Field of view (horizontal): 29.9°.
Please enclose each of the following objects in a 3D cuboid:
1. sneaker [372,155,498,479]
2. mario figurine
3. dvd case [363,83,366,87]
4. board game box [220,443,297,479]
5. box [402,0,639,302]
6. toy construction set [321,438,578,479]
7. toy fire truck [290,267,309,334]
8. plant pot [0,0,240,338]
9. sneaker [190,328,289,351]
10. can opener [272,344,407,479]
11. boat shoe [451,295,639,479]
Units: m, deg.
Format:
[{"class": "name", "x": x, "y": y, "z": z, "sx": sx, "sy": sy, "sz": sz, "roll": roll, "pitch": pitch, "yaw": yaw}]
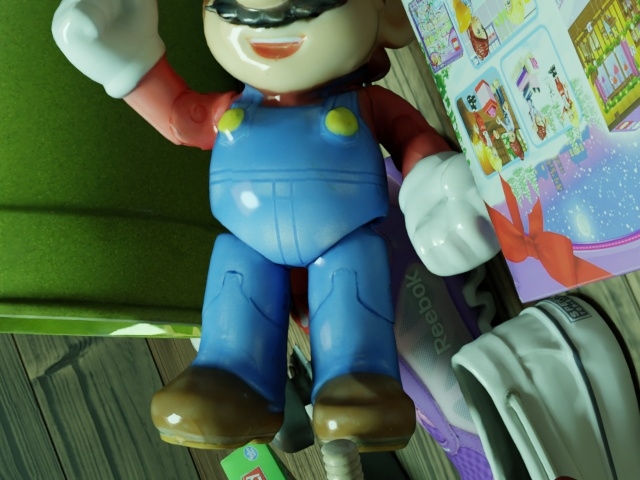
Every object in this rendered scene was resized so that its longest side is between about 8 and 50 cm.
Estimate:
[{"class": "sneaker", "x": 0.056, "y": 0.064, "z": 0.710, "sx": 0.237, "sy": 0.104, "sz": 0.095, "roll": 70, "pitch": 163, "yaw": -4}, {"class": "mario figurine", "x": -0.025, "y": -0.057, "z": 0.595, "sx": 0.170, "sy": 0.198, "sz": 0.321, "roll": 167, "pitch": 103, "yaw": -66}, {"class": "dvd case", "x": -0.027, "y": -0.178, "z": 0.845, "sx": 0.221, "sy": 0.018, "sz": 0.165, "roll": -139, "pitch": 34, "yaw": -62}, {"class": "board game box", "x": 0.041, "y": 0.330, "z": 1.016, "sx": 0.317, "sy": 0.046, "sz": 0.213, "roll": 57, "pitch": 175, "yaw": -32}, {"class": "box", "x": 0.110, "y": -0.095, "z": 0.412, "sx": 0.293, "sy": 0.057, "sz": 0.201, "roll": 145, "pitch": 105, "yaw": -74}, {"class": "toy construction set", "x": 0.112, "y": 0.248, "z": 0.445, "sx": 0.257, "sy": 0.308, "sz": 0.237, "roll": -46, "pitch": -48, "yaw": -57}, {"class": "toy fire truck", "x": 0.000, "y": 0.000, "z": 0.923, "sx": 0.135, "sy": 0.047, "sz": 0.192, "roll": -139, "pitch": 32, "yaw": -60}, {"class": "plant pot", "x": -0.211, "y": -0.105, "z": 0.952, "sx": 0.366, "sy": 0.366, "sz": 0.353, "roll": 157, "pitch": 116, "yaw": -74}, {"class": "sneaker", "x": -0.127, "y": -0.043, "z": 1.187, "sx": 0.350, "sy": 0.131, "sz": 0.148, "roll": 50, "pitch": 149, "yaw": 36}, {"class": "can opener", "x": 0.023, "y": 0.206, "z": 1.046, "sx": 0.280, "sy": 0.093, "sz": 0.074, "roll": 52, "pitch": 157, "yaw": 35}, {"class": "boat shoe", "x": 0.127, "y": 0.159, "z": 0.623, "sx": 0.095, "sy": 0.084, "sz": 0.258, "roll": -169, "pitch": 60, "yaw": -72}]
